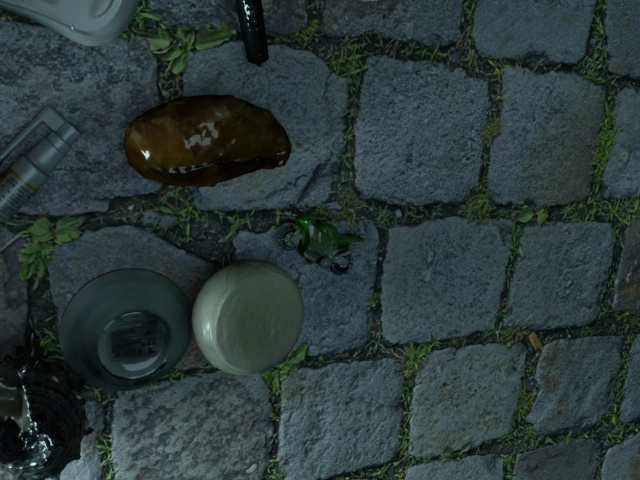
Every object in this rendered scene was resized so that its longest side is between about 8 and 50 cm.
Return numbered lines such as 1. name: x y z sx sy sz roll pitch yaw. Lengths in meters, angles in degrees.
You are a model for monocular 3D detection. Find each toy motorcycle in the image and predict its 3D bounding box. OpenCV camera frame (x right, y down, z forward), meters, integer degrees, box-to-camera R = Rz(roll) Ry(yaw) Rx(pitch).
1. toy motorcycle: 0.000 0.000 1.540 0.190 0.074 0.106 26 86 -29

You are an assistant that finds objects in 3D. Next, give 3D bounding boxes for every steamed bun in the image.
1. steamed bun: -0.152 0.148 1.470 0.231 0.145 0.232 -6 101 -32

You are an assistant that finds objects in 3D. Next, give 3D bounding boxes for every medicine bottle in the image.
1. medicine bottle: -0.513 -0.128 1.268 0.092 0.061 0.221 44 85 -10

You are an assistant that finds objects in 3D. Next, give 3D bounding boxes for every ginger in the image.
1. ginger: -0.190 -0.181 1.336 0.321 0.172 0.165 -2 70 -23

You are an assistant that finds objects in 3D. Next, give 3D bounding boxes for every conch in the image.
1. conch: -0.545 0.319 1.344 0.240 0.186 0.313 14 119 -5

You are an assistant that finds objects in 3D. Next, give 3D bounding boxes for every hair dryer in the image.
1. hair dryer: -0.112 -0.426 1.263 0.116 0.244 0.303 -19 128 -12

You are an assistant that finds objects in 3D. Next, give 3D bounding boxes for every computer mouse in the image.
1. computer mouse: -0.435 -0.432 1.170 0.296 0.121 0.184 19 100 -15

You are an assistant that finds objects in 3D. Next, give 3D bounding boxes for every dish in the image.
1. dish: -0.363 0.189 1.421 0.260 0.085 0.260 -8 109 -23
